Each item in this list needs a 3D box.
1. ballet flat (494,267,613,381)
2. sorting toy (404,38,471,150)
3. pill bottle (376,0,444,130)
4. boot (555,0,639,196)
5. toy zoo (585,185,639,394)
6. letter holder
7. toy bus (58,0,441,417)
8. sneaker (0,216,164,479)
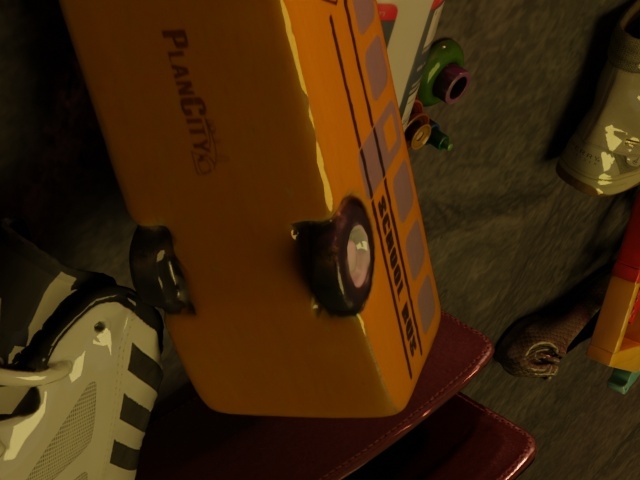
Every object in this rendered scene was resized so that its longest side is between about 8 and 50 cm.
[{"bbox_3d":[0.270,0.089,1.505,0.250,0.058,0.084,-21,140,-47],"label":"ballet flat"},{"bbox_3d":[0.074,-0.089,0.988,0.102,0.042,0.061,-40,151,-25],"label":"sorting toy"},{"bbox_3d":[-0.001,-0.090,0.793,0.108,0.108,0.180,-26,143,-42],"label":"pill bottle"},{"bbox_3d":[0.300,-0.139,1.257,0.213,0.077,0.165,-24,140,-40],"label":"boot"},{"bbox_3d":[0.355,0.024,1.517,0.192,0.030,0.293,-3,112,-57],"label":"toy zoo"},{"bbox_3d":[0.012,0.190,0.972,0.302,0.214,0.152,-29,129,-29],"label":"letter holder"},{"bbox_3d":[-0.031,-0.068,0.668,0.130,0.108,0.332,-59,142,-51],"label":"toy bus"},{"bbox_3d":[-0.227,0.109,0.660,0.447,0.169,0.257,-14,126,-63],"label":"sneaker"}]
